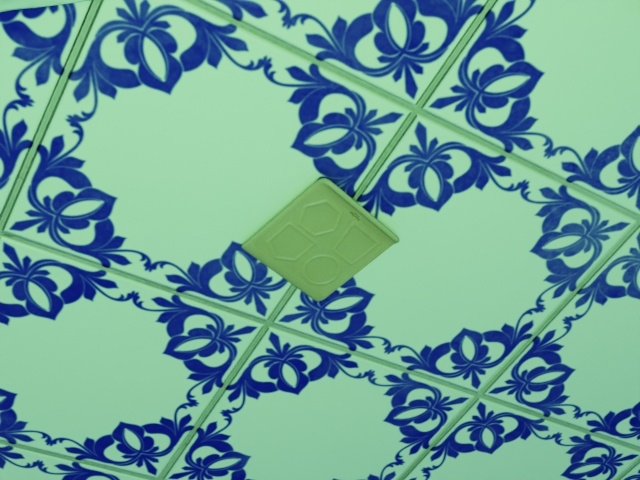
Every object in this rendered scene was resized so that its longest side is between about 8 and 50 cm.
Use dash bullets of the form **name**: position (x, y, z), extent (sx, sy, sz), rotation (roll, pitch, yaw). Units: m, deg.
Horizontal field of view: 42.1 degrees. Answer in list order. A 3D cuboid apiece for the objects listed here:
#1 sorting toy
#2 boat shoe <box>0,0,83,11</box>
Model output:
- **sorting toy**: position (0.000, 0.000, 1.430), extent (0.208, 0.038, 0.193), rotation (-37, 123, 24)
- **boat shoe**: position (-0.440, -0.353, 1.057), extent (0.335, 0.121, 0.119), rotation (-13, 121, -12)
